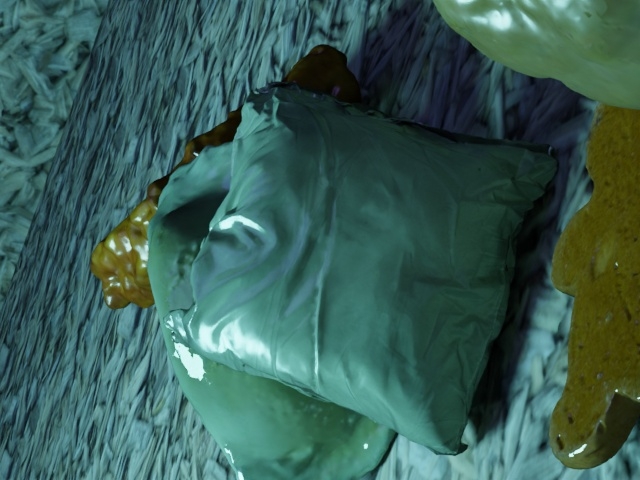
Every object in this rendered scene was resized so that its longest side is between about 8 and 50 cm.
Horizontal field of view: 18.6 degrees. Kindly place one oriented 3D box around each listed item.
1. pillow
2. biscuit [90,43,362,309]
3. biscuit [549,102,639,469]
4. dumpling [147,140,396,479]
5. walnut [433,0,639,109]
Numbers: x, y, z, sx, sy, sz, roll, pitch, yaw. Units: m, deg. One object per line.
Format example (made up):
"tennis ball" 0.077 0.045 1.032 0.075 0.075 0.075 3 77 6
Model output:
"pillow" 0.033 0.009 1.724 0.283 0.310 0.138 -68 -21 -4
"biscuit" -0.095 -0.065 2.158 0.312 0.110 0.318 -40 -2 -31
"biscuit" 0.239 -0.001 1.445 0.205 0.049 0.324 131 149 -49
"dumpling" -0.057 0.087 1.886 0.212 0.320 0.270 -40 20 -32
"walnut" 0.216 -0.262 1.313 0.381 0.381 0.381 -163 90 -72
